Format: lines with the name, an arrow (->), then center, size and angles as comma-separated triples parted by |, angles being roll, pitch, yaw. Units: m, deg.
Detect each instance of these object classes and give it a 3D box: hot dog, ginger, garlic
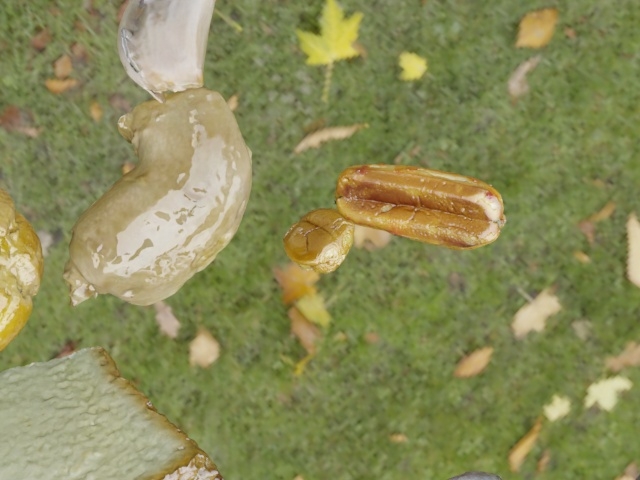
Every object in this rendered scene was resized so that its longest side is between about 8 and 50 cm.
hot dog -> 0.075, -0.028, 0.971 | 0.038, 0.144, 0.062 | -28, 125, -59
ginger -> -0.164, -0.031, 1.299 | 0.267, 0.152, 0.138 | -61, 160, -4
garlic -> -0.130, -0.195, 1.093 | 0.084, 0.066, 0.152 | 12, 89, -6

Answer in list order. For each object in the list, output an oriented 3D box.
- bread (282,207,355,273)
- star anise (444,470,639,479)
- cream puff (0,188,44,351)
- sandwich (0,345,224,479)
bread -> 0.000, 0.000, 1.406 | 0.083, 0.081, 0.046 | -27, 132, -6
star anise -> 0.188, 0.228, 0.895 | 0.283, 0.212, 0.129 | -41, 126, -72
cream puff -> -0.329, 0.023, 1.039 | 0.189, 0.189, 0.129 | -38, 133, -8
sandwich -> -0.304, 0.275, 1.474 | 0.262, 0.325, 0.131 | -32, 133, -24
